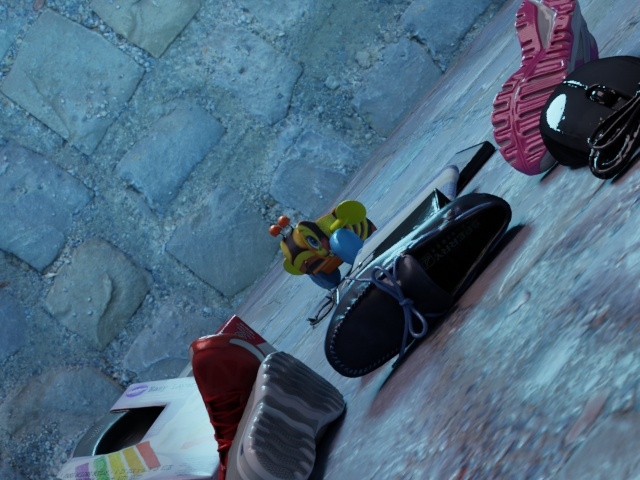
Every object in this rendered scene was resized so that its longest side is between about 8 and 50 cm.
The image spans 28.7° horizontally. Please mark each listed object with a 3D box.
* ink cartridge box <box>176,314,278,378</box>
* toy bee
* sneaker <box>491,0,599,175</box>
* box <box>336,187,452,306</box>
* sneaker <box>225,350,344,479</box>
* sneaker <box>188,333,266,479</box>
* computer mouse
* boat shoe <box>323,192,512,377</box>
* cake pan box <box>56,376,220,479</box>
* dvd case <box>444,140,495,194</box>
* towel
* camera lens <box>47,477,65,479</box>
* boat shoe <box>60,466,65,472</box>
[{"bbox_3d":[-0.150,0.230,1.879,0.176,0.128,0.127,-51,5,-35],"label":"ink cartridge box"},{"bbox_3d":[0.000,0.000,2.174,0.195,0.162,0.298,-46,5,11],"label":"toy bee"},{"bbox_3d":[0.283,-0.178,1.485,0.103,0.111,0.252,-6,56,41],"label":"sneaker"},{"bbox_3d":[0.094,0.045,1.504,0.191,0.045,0.184,-46,18,19],"label":"box"},{"bbox_3d":[-0.056,0.211,1.353,0.115,0.105,0.281,-54,-1,21],"label":"sneaker"},{"bbox_3d":[-0.092,0.208,1.423,0.087,0.221,0.128,-12,51,8],"label":"sneaker"},{"bbox_3d":[0.288,-0.145,1.269,0.188,0.072,0.272,-50,5,-4],"label":"computer mouse"},{"bbox_3d":[0.099,0.037,1.332,0.258,0.109,0.089,-51,9,-9],"label":"boat shoe"},{"bbox_3d":[-0.194,0.269,1.646,0.266,0.070,0.246,-9,23,28],"label":"cake pan box"},{"bbox_3d":[0.160,-0.046,1.926,0.253,0.022,0.180,-49,5,-8],"label":"dvd case"},{"bbox_3d":[0.112,0.016,1.701,0.209,0.034,0.285,-45,12,23],"label":"towel"},{"bbox_3d":[-0.260,0.382,1.125,0.274,0.219,0.219,-49,5,-8],"label":"camera lens"},{"bbox_3d":[-0.316,0.390,1.804,0.156,0.136,0.367,-4,-5,-19],"label":"boat shoe"}]
